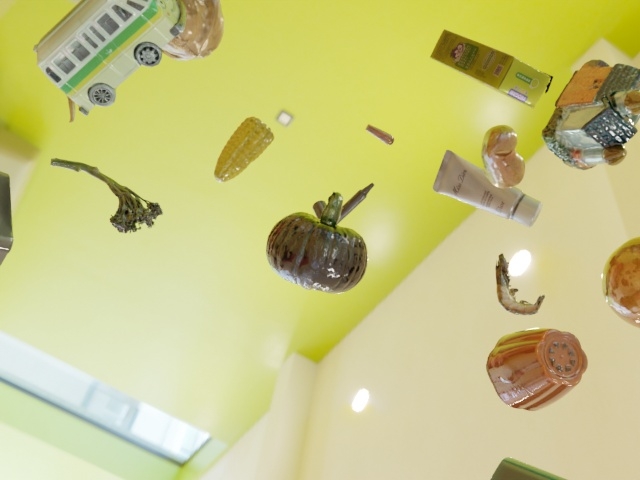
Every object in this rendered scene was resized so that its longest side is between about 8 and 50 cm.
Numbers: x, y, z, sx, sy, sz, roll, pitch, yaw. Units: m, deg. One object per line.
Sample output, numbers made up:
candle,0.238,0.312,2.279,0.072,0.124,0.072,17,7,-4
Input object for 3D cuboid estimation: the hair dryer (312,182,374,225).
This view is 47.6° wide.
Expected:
hair dryer,0.086,-0.080,2.074,0.195,0.050,0.173,-33,-124,13

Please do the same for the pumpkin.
pumpkin,0.000,0.000,1.724,0.248,0.248,0.248,-53,-165,21

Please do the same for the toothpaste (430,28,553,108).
toothpaste,0.368,-0.385,1.610,0.077,0.110,0.327,-65,-152,16

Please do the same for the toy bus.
toy bus,-0.403,-0.389,1.390,0.276,0.165,0.133,-35,-141,19

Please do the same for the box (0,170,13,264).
box,-0.652,-0.038,1.321,0.163,0.135,0.243,-48,-133,30

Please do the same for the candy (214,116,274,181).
candy,-0.221,-0.241,1.984,0.199,0.094,0.106,-50,-155,-10

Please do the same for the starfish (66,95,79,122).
starfish,-0.648,-0.397,1.904,0.208,0.053,0.176,137,-48,-82

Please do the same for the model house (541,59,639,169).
model house,0.707,-0.302,1.750,0.253,0.184,0.291,-56,-166,-3

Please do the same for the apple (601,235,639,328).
apple,0.793,0.108,1.698,0.253,0.253,0.253,-53,-165,21

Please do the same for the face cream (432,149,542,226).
face cream,0.481,-0.140,2.090,0.089,0.314,0.143,-36,148,-47

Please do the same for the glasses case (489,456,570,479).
glasses case,0.513,0.594,1.706,0.117,0.070,0.301,-47,-166,-17

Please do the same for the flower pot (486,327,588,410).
flower pot,0.503,0.280,1.650,0.190,0.190,0.173,-66,-173,-29

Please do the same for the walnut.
walnut,-0.318,-0.528,1.673,0.198,0.198,0.245,-38,-113,54

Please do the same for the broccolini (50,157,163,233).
broccolini,-0.485,-0.097,1.589,0.062,0.271,0.123,-60,-178,30

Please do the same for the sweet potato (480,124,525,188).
sweet potato,0.234,-0.099,0.924,0.055,0.058,0.202,-58,160,-1

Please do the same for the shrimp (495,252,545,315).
shrimp,0.564,0.128,2.057,0.035,0.148,0.195,111,-15,-54

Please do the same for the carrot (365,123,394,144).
carrot,0.174,-0.308,2.113,0.032,0.093,0.032,-55,-166,22
